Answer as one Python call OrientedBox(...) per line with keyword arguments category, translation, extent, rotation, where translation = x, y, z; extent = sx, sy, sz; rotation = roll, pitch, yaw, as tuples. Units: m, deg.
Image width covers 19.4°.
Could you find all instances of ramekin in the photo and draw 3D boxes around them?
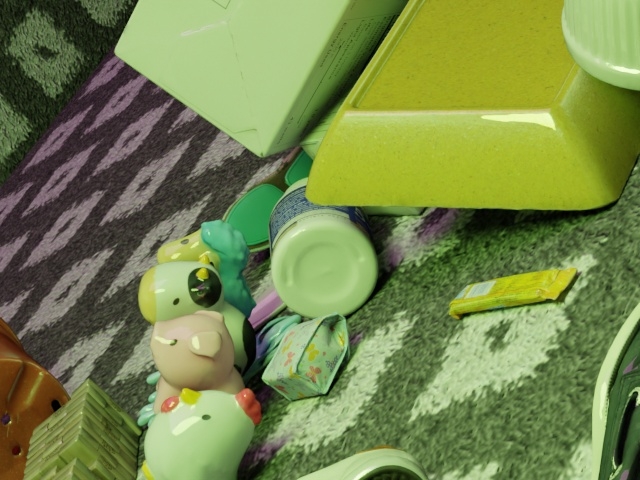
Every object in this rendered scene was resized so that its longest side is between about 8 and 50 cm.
OrientedBox(category="ramekin", translation=(0.316, -0.240, 1.689), extent=(0.207, 0.109, 0.207), rotation=(-9, 41, 8))

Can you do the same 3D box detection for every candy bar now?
OrientedBox(category="candy bar", translation=(0.168, 0.046, 1.667), extent=(0.040, 0.018, 0.161), rotation=(-49, 17, -27))

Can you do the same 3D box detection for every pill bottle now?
OrientedBox(category="pill bottle", translation=(0.000, 0.000, 1.989), extent=(0.112, 0.112, 0.187), rotation=(-40, 18, 12))

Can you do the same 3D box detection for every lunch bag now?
OrientedBox(category="lunch bag", translation=(-0.008, 0.112, 1.852), extent=(0.071, 0.053, 0.083), rotation=(-20, 39, 57))

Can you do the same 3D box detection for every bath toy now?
OrientedBox(category="bath toy", translation=(-0.117, 0.116, 1.884), extent=(0.129, 0.151, 0.348), rotation=(-46, 23, 22))

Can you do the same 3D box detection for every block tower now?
OrientedBox(category="block tower", translation=(-0.259, 0.273, 1.975), extent=(0.097, 0.091, 0.335), rotation=(-39, 18, 14))

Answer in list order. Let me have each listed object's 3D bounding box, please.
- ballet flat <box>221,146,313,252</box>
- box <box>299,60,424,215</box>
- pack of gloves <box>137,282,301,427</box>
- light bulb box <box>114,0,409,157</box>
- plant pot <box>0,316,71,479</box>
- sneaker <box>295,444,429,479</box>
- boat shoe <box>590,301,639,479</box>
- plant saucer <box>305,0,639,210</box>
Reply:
OrientedBox(category="ballet flat", translation=(-0.048, -0.051, 2.301), extent=(0.221, 0.077, 0.079), rotation=(-48, -1, -28))
OrientedBox(category="box", translation=(0.135, -0.178, 2.079), extent=(0.311, 0.121, 0.148), rotation=(-49, 18, -14))
OrientedBox(category="pack of gloves", translation=(-0.123, 0.136, 2.065), extent=(0.232, 0.046, 0.195), rotation=(-44, 17, 2))
OrientedBox(category="light bulb box", translation=(0.006, -0.318, 2.146), extent=(0.358, 0.225, 0.361), rotation=(-60, -15, 22))
OrientedBox(category="plant pot", translation=(-0.428, 0.215, 2.242), extent=(0.272, 0.272, 0.265), rotation=(-49, 26, -15))
OrientedBox(category="sneaker", translation=(-0.031, 0.269, 1.491), extent=(0.290, 0.106, 0.123), rotation=(-35, 8, 2))
OrientedBox(category="boat shoe", translation=(0.222, 0.151, 1.130), extent=(0.113, 0.127, 0.340), rotation=(-18, 32, 52))
OrientedBox(category="plant saucer", translation=(0.174, -0.169, 1.827), extent=(0.333, 0.081, 0.333), rotation=(2, 42, 32))
